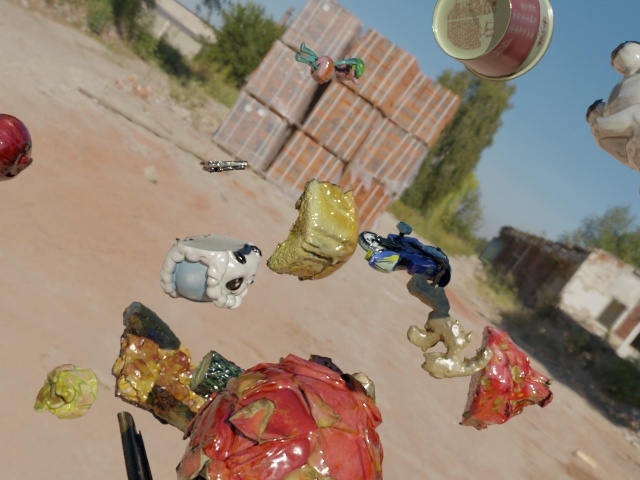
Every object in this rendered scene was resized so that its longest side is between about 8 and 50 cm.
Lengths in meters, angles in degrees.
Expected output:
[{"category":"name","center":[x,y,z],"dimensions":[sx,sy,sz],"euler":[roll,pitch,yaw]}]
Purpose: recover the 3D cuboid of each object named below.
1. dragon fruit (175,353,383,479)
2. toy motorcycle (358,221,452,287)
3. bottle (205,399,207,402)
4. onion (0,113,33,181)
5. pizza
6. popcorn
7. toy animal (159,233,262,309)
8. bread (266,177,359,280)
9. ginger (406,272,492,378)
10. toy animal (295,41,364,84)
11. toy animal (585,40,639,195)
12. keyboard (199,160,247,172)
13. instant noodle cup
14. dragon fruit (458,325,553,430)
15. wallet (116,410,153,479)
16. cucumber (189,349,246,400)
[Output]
[{"category":"dragon fruit","center":[-0.048,0.303,0.967],"dimensions":[0.343,0.277,0.277],"euler":[-24,52,-39]},{"category":"toy motorcycle","center":[0.228,0.047,1.732],"dimensions":[0.316,0.113,0.169],"euler":[10,31,-36]},{"category":"bottle","center":[-0.270,0.495,1.997],"dimensions":[0.254,0.079,0.096],"euler":[42,27,26]},{"category":"onion","center":[-0.589,-0.170,1.266],"dimensions":[0.131,0.131,0.131],"euler":[35,8,-5]},{"category":"pizza","center":[-0.447,0.351,1.893],"dimensions":[0.278,0.114,0.408],"euler":[1,55,-59]},{"category":"popcorn","center":[-0.440,0.265,1.208],"dimensions":[0.109,0.096,0.089],"euler":[-7,1,12]},{"category":"toy animal","center":[-0.243,0.071,1.551],"dimensions":[0.204,0.155,0.208],"euler":[13,11,13]},{"category":"bread","center":[0.006,-0.002,1.565],"dimensions":[0.174,0.251,0.133],"euler":[23,12,-34]},{"category":"ginger","center":[0.257,0.198,1.549],"dimensions":[0.258,0.149,0.065],"euler":[56,-9,13]},{"category":"toy animal","center":[0.034,-0.460,1.807],"dimensions":[0.208,0.100,0.103],"euler":[7,-18,-40]},{"category":"toy animal","center":[0.580,-0.167,1.118],"dimensions":[0.258,0.193,0.357],"euler":[-3,39,-1]},{"category":"keyboard","center":[-0.253,-0.189,1.746],"dimensions":[0.106,0.027,0.317],"euler":[-3,8,-12]},{"category":"instant noodle cup","center":[0.362,-0.471,1.499],"dimensions":[0.235,0.234,0.179],"euler":[40,27,29]},{"category":"dragon fruit","center":[0.469,0.344,1.689],"dimensions":[0.212,0.261,0.134],"euler":[14,-15,-2]},{"category":"wallet","center":[-0.376,0.484,1.445],"dimensions":[0.243,0.039,0.132],"euler":[-121,-165,-49]},{"category":"cucumber","center":[-0.109,0.360,1.458],"dimensions":[0.359,0.096,0.096],"euler":[37,7,-20]}]
